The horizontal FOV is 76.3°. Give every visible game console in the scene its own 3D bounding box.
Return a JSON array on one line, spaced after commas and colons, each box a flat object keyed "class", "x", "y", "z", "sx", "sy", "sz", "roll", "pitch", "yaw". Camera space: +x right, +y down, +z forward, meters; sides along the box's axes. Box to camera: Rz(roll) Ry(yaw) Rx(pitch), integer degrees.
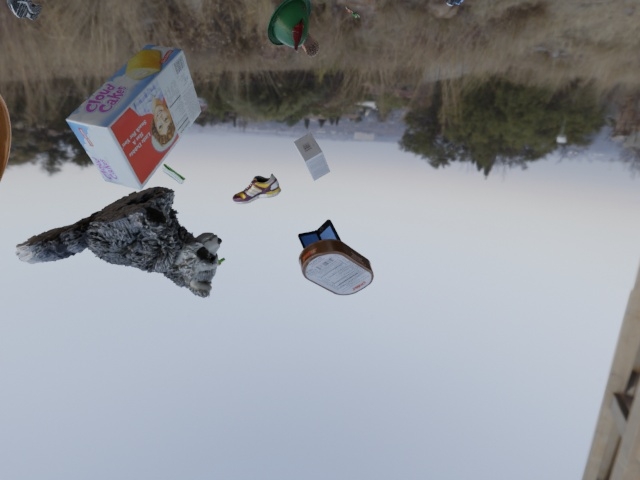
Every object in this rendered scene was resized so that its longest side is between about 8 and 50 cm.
[{"class": "game console", "x": 0.000, "y": 0.000, "z": 1.567, "sx": 0.085, "sy": 0.124, "sz": 0.144, "roll": 11, "pitch": -136, "yaw": -47}]

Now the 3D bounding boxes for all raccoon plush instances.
[{"class": "raccoon plush", "x": -0.492, "y": 0.046, "z": 1.088, "sx": 0.446, "sy": 0.299, "sz": 0.216, "roll": -14, "pitch": -152, "yaw": 7}]

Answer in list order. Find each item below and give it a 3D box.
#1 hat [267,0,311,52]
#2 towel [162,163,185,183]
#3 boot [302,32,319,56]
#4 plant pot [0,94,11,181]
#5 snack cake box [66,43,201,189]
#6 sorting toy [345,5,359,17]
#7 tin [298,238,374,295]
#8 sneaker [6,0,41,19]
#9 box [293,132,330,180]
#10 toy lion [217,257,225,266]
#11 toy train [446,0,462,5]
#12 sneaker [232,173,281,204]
[{"class": "hat", "x": -0.054, "y": -0.644, "z": 1.303, "sx": 0.208, "sy": 0.183, "sz": 0.173, "roll": -38, "pitch": 167, "yaw": -17}, {"class": "towel", "x": -0.664, "y": -0.297, "z": 1.836, "sx": 0.113, "sy": 0.023, "sz": 0.152, "roll": 36, "pitch": 170, "yaw": -19}, {"class": "boot", "x": -0.059, "y": -0.774, "z": 1.562, "sx": 0.085, "sy": 0.059, "sz": 0.158, "roll": 58, "pitch": -169, "yaw": 23}, {"class": "plant pot", "x": -0.784, "y": -0.192, "z": 0.784, "sx": 0.203, "sy": 0.291, "sz": 0.291, "roll": 13, "pitch": -168, "yaw": -16}, {"class": "snack cake box", "x": -0.354, "y": -0.252, "z": 0.820, "sx": 0.089, "sy": 0.152, "sz": 0.264, "roll": 13, "pitch": -125, "yaw": 11}, {"class": "sorting toy", "x": 0.116, "y": -0.835, "z": 1.492, "sx": 0.062, "sy": 0.012, "sz": 0.083, "roll": 27, "pitch": -149, "yaw": -14}, {"class": "tin", "x": 0.035, "y": 0.061, "z": 0.847, "sx": 0.189, "sy": 0.106, "sz": 0.040, "roll": 32, "pitch": -145, "yaw": -42}, {"class": "sneaker", "x": -0.551, "y": -0.432, "z": 0.741, "sx": 0.043, "sy": 0.040, "sz": 0.109, "roll": 32, "pitch": -174, "yaw": -26}, {"class": "box", "x": -0.037, "y": -0.378, "z": 1.852, "sx": 0.091, "sy": 0.130, "sz": 0.170, "roll": -29, "pitch": 156, "yaw": 1}, {"class": "toy lion", "x": -0.492, "y": 0.108, "z": 1.966, "sx": 0.100, "sy": 0.034, "sz": 0.096, "roll": -32, "pitch": -177, "yaw": 36}, {"class": "toy train", "x": 0.452, "y": -0.838, "z": 1.279, "sx": 0.080, "sy": 0.184, "sz": 0.105, "roll": 24, "pitch": -141, "yaw": -3}, {"class": "sneaker", "x": -0.236, "y": -0.189, "z": 1.451, "sx": 0.185, "sy": 0.084, "sz": 0.070, "roll": -13, "pitch": -146, "yaw": 12}]
